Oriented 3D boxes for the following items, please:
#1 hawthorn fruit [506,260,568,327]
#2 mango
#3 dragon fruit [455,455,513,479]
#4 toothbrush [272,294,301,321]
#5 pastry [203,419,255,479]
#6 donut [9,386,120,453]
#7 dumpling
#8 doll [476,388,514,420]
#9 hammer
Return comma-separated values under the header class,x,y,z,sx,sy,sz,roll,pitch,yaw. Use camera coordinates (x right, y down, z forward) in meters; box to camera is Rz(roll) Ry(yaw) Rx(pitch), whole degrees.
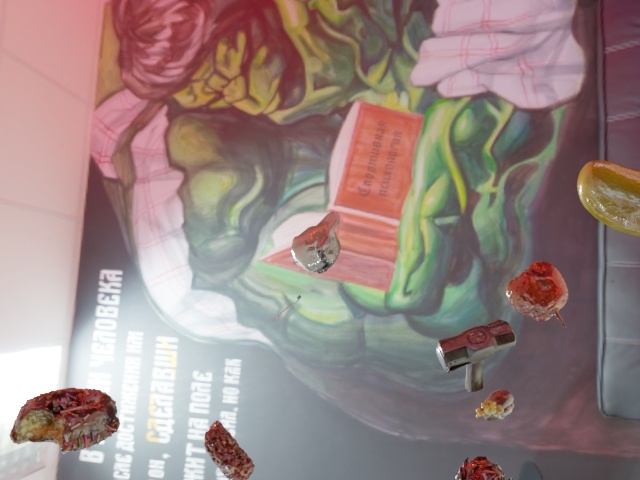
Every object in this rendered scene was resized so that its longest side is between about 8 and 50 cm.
class,x,y,z,sx,sy,sz,roll,pitch,yaw
hawthorn fruit,0.805,0.209,1.794,0.243,0.208,0.207,55,172,25
mango,0.879,-0.111,1.410,0.142,0.332,0.195,-68,-6,-45
dragon fruit,0.627,0.940,1.954,0.189,0.182,0.182,-44,-22,-11
toothbrush,-0.114,0.234,1.706,0.131,0.013,0.011,-42,0,-17
pastry,-0.298,0.684,1.597,0.097,0.208,0.115,-36,-5,-38
donut,-0.587,0.412,1.174,0.216,0.231,0.095,-3,-85,-63
dumpling,0.006,0.016,1.738,0.205,0.163,0.293,-36,-1,-29
doll,0.651,0.632,1.871,0.096,0.188,0.145,45,139,38
hammer,0.522,0.420,1.699,0.408,0.243,0.095,71,177,-51
